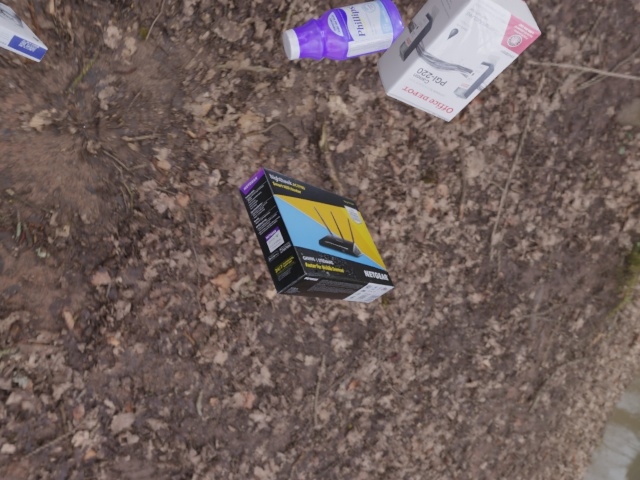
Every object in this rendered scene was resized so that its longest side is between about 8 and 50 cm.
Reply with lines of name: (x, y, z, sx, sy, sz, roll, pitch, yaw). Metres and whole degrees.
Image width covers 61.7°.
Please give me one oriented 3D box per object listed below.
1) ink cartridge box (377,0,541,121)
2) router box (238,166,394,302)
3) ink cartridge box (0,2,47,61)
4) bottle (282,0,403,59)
ink cartridge box: (0.224, -0.322, 0.901, 0.159, 0.218, 0.092, 13, 53, -31)
router box: (0.000, 0.000, 0.613, 0.046, 0.133, 0.179, -36, 153, 26)
ink cartridge box: (-0.726, -0.490, 1.122, 0.224, 0.223, 0.045, 44, 101, 13)
bottle: (0.052, -0.495, 1.282, 0.283, 0.092, 0.118, -16, 75, -13)
